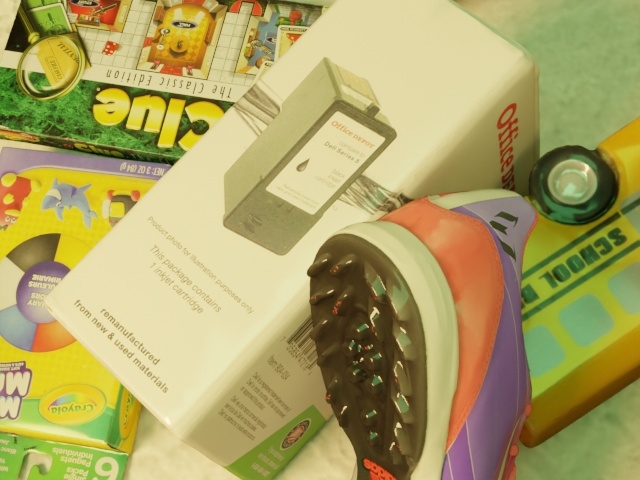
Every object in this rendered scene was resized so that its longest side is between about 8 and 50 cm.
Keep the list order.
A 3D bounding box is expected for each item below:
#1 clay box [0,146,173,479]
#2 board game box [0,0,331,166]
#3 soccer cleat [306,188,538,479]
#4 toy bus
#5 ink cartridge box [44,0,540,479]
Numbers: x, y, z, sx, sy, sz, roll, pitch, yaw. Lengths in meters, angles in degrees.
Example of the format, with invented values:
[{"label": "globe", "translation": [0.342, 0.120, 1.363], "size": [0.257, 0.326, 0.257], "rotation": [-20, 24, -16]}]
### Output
[{"label": "clay box", "translation": [-0.175, 0.052, 0.792], "size": [0.127, 0.053, 0.222], "rotation": [6, 72, 12]}, {"label": "board game box", "translation": [-0.106, -0.119, 0.853], "size": [0.260, 0.030, 0.136], "rotation": [9, 75, 12]}, {"label": "soccer cleat", "translation": [0.066, 0.122, 0.635], "size": [0.116, 0.318, 0.109], "rotation": [-24, 34, -32]}, {"label": "toy bus", "translation": [0.228, -0.021, 0.723], "size": [0.333, 0.108, 0.130], "rotation": [-33, 70, -3]}, {"label": "ink cartridge box", "translation": [0.000, 0.000, 0.704], "size": [0.115, 0.198, 0.273], "rotation": [40, 81, 21]}]
